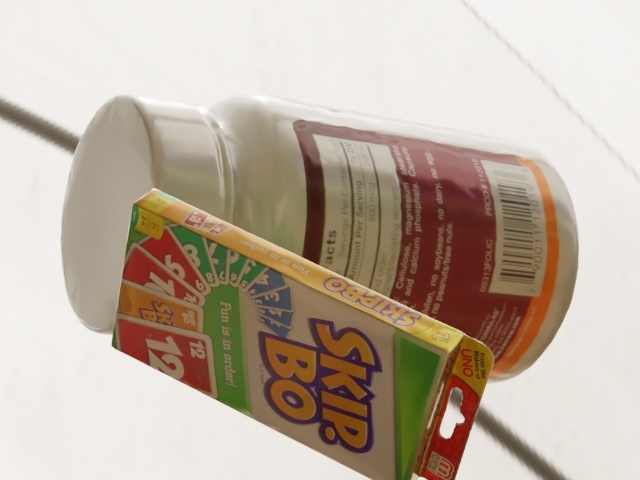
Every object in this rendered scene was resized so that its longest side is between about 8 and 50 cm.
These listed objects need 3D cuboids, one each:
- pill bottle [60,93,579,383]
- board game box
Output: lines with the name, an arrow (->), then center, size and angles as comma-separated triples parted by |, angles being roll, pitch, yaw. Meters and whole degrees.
pill bottle -> 0.000, 0.000, 1.289 | 0.392, 0.224, 0.224 | 7, -44, -31
board game box -> -0.018, 0.071, 1.023 | 0.039, 0.259, 0.124 | -46, -26, -53
